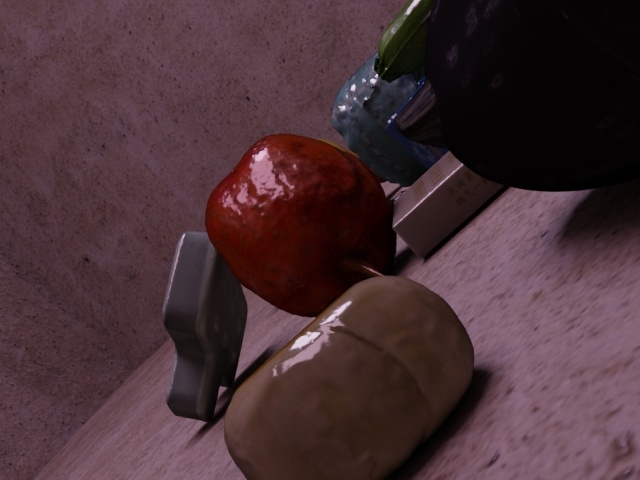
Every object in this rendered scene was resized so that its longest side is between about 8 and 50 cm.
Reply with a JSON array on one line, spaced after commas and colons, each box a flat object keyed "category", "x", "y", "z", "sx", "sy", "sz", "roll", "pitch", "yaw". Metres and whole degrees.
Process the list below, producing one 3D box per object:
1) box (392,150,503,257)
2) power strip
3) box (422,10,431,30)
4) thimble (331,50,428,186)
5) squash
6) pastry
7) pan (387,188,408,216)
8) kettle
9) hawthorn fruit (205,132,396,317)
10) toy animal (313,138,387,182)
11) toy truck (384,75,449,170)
[{"category": "box", "x": 0.224, "y": -0.133, "z": 1.091, "sx": 0.365, "sy": 0.051, "sz": 0.204, "roll": -42, "pitch": 3, "yaw": 9}, {"category": "power strip", "x": -0.141, "y": 0.122, "z": 1.266, "sx": 0.265, "sy": 0.059, "sz": 0.194, "roll": 83, "pitch": -164, "yaw": -66}, {"category": "box", "x": 0.197, "y": -0.240, "z": 1.065, "sx": 0.135, "sy": 0.163, "sz": 0.243, "roll": -51, "pitch": 4, "yaw": 8}, {"category": "thimble", "x": 0.122, "y": -0.189, "z": 1.526, "sx": 0.143, "sy": 0.198, "sz": 0.235, "roll": -42, "pitch": -25, "yaw": 24}, {"category": "squash", "x": 0.146, "y": -0.292, "z": 1.326, "sx": 0.219, "sy": 0.068, "sz": 0.077, "roll": -48, "pitch": -17, "yaw": 25}, {"category": "pastry", "x": 0.015, "y": 0.087, "z": 0.600, "sx": 0.156, "sy": 0.092, "sz": 0.156, "roll": -38, "pitch": -2, "yaw": -1}, {"category": "pan", "x": 0.103, "y": -0.043, "z": 1.414, "sx": 0.212, "sy": 0.040, "sz": 0.115, "roll": -43, "pitch": 9, "yaw": 1}, {"category": "kettle", "x": 0.193, "y": -0.131, "z": 0.656, "sx": 0.268, "sy": 0.207, "sz": 0.290, "roll": -14, "pitch": -13, "yaw": -15}, {"category": "hawthorn fruit", "x": 0.000, "y": 0.000, "z": 1.127, "sx": 0.207, "sy": 0.207, "sz": 0.243, "roll": -44, "pitch": 42, "yaw": -10}, {"category": "toy animal", "x": -0.022, "y": -0.068, "z": 1.770, "sx": 0.338, "sy": 0.191, "sz": 0.216, "roll": -46, "pitch": 6, "yaw": -36}, {"category": "toy truck", "x": 0.226, "y": -0.224, "z": 1.364, "sx": 0.367, "sy": 0.146, "sz": 0.175, "roll": -47, "pitch": 2, "yaw": -41}]
